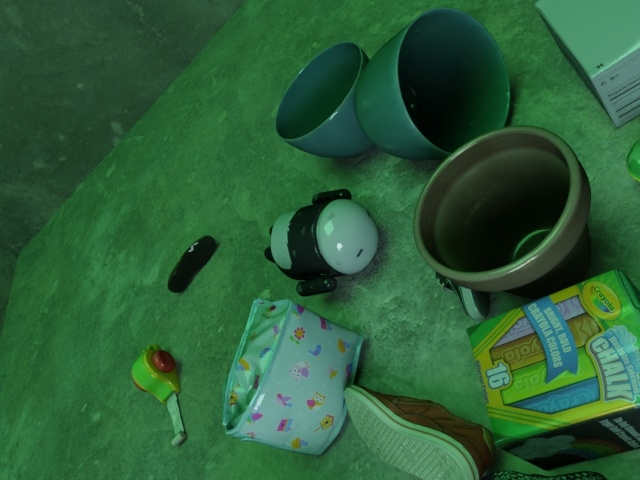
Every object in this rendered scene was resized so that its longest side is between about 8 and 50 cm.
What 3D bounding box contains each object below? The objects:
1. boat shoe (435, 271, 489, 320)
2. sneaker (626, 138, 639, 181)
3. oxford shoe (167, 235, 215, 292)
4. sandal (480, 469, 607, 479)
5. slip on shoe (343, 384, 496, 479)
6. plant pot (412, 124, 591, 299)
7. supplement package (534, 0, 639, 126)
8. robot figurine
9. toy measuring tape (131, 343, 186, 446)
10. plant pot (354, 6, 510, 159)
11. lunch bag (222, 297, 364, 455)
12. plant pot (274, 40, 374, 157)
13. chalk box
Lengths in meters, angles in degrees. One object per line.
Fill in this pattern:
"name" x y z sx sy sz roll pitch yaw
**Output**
"boat shoe" 0.255 0.064 1.025 0.070 0.078 0.219 -32 36 26
"sneaker" 0.593 -0.190 0.810 0.295 0.123 0.109 -31 45 29
"oxford shoe" -0.405 0.060 1.713 0.212 0.076 0.076 -48 28 8
"sandal" 0.315 0.361 0.782 0.179 0.040 0.067 -13 59 23
"slip on shoe" 0.153 0.317 0.935 0.101 0.123 0.331 -22 13 -31
"plant pot" 0.317 -0.011 0.883 0.263 0.229 0.263 -26 47 31
"supplement package" 0.543 -0.376 0.977 0.204 0.145 0.262 -33 44 26
"robot figurine" 0.001 0.003 1.254 0.278 0.173 0.209 -11 99 42
"toy measuring tape" -0.437 0.393 1.473 0.121 0.121 0.330 -46 40 12
"plant pot" 0.211 -0.302 1.175 0.235 0.293 0.293 -5 59 62
"lunch bag" -0.057 0.272 1.078 0.160 0.223 0.262 -5 62 51
"plant pot" 0.053 -0.323 1.401 0.290 0.195 0.290 -29 44 33
"chalk box" 0.378 0.169 0.736 0.289 0.180 0.179 -29 46 28
